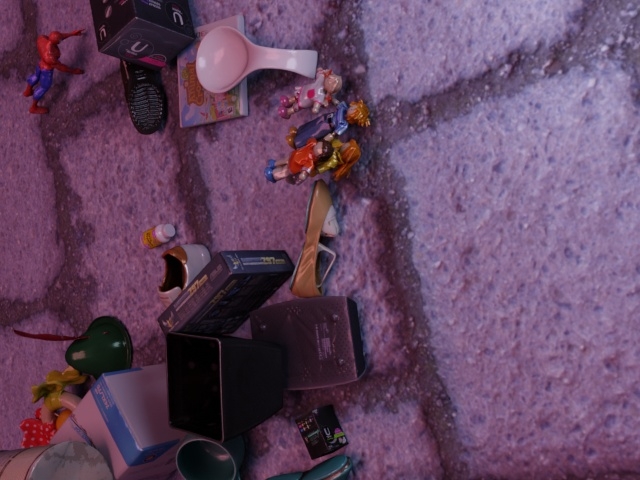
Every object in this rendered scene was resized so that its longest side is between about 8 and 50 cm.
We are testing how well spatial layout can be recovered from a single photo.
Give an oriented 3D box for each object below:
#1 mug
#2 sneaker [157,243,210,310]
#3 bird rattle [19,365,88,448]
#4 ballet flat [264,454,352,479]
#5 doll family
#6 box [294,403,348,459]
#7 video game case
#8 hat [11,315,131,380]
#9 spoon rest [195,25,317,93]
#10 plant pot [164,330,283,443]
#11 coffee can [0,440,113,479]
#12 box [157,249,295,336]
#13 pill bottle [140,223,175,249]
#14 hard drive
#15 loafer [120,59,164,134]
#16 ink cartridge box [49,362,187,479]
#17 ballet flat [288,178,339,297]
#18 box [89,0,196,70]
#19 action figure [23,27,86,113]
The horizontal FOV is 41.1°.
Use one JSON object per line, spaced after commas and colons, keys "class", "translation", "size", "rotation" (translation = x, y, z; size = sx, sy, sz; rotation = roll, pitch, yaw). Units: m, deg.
{"class": "mug", "translation": [-0.222, 0.446, 1.766], "size": [0.130, 0.097, 0.157], "rotation": [7, 115, 9]}
{"class": "sneaker", "translation": [-0.298, 0.154, 1.820], "size": [0.106, 0.123, 0.290], "rotation": [-7, 87, 37]}
{"class": "bird rattle", "translation": [-0.643, 0.447, 2.107], "size": [0.207, 0.143, 0.253], "rotation": [27, 111, 19]}
{"class": "ballet flat", "translation": [-0.015, 0.476, 1.631], "size": [0.247, 0.083, 0.087], "rotation": [-27, 98, 36]}
{"class": "doll family", "translation": [0.009, -0.194, 1.571], "size": [0.163, 0.118, 0.262], "rotation": [-18, 48, 32]}
{"class": "box", "translation": [0.002, 0.362, 1.615], "size": [0.052, 0.062, 0.083], "rotation": [-39, 67, 34]}
{"class": "video game case", "translation": [-0.234, -0.357, 1.824], "size": [0.193, 0.023, 0.212], "rotation": [-4, 88, 39]}
{"class": "hat", "translation": [-0.581, 0.270, 2.009], "size": [0.209, 0.184, 0.172], "rotation": [-12, 83, 39]}
{"class": "spoon rest", "translation": [-0.143, -0.358, 1.691], "size": [0.277, 0.084, 0.137], "rotation": [8, 93, 31]}
{"class": "plant pot", "translation": [-0.175, 0.264, 1.624], "size": [0.188, 0.167, 0.187], "rotation": [-1, 91, 48]}
{"class": "coffee can", "translation": [-0.588, 0.524, 1.753], "size": [0.275, 0.202, 0.201], "rotation": [-17, 80, 39]}
{"class": "box", "translation": [-0.186, 0.108, 1.688], "size": [0.232, 0.183, 0.059], "rotation": [-46, 64, 31]}
{"class": "pill bottle", "translation": [-0.366, -0.011, 1.921], "size": [0.083, 0.043, 0.043], "rotation": [-22, 77, 37]}
{"class": "hard drive", "translation": [-0.025, 0.197, 1.640], "size": [0.255, 0.054, 0.171], "rotation": [-13, 82, 39]}
{"class": "loafer", "translation": [-0.408, -0.343, 1.944], "size": [0.078, 0.080, 0.219], "rotation": [152, 109, -70]}
{"class": "ink cartridge box", "translation": [-0.422, 0.434, 1.874], "size": [0.270, 0.198, 0.197], "rotation": [-48, 63, 28]}
{"class": "ballet flat", "translation": [0.000, 0.000, 1.620], "size": [0.073, 0.080, 0.232], "rotation": [15, 104, 10]}
{"class": "box", "translation": [-0.395, -0.530, 1.846], "size": [0.143, 0.165, 0.270], "rotation": [-30, 65, 35]}
{"class": "action figure", "translation": [-0.652, -0.433, 2.133], "size": [0.091, 0.139, 0.280], "rotation": [64, 147, 15]}
